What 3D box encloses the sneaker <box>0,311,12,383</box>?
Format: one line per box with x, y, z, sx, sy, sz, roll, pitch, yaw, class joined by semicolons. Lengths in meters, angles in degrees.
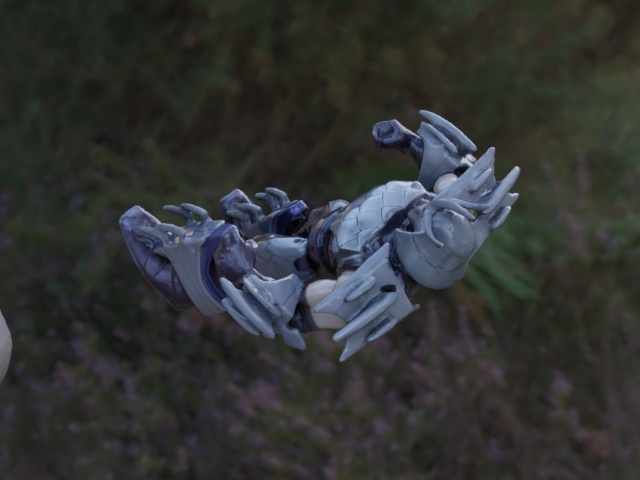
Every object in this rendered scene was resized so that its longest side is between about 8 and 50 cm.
-0.277;0.146;1.019;0.108;0.302;0.121;37;22;-6;sneaker

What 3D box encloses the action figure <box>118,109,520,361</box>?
0.000;0.000;1.174;0.185;0.099;0.285;-29;12;-32;action figure
